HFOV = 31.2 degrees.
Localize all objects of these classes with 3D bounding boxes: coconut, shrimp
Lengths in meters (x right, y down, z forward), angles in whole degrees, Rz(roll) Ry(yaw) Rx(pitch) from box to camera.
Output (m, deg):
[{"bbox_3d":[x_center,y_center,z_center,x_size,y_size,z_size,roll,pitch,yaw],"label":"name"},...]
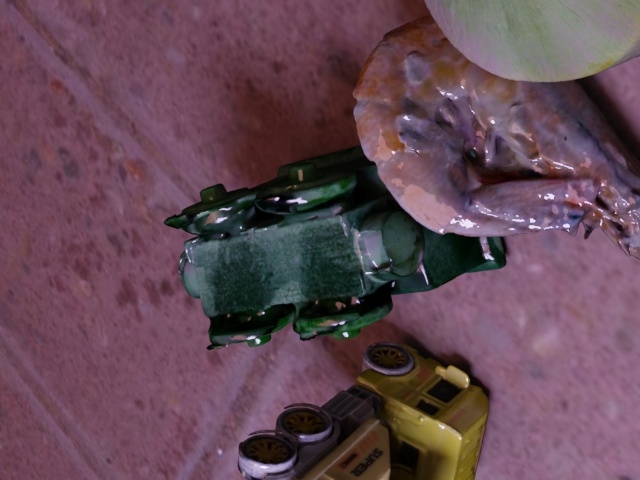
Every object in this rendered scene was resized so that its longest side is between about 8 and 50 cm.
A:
[{"bbox_3d":[0.159,-0.206,0.720,0.236,0.236,0.204,15,113,40],"label":"coconut"},{"bbox_3d":[0.154,-0.051,0.861,0.317,0.164,0.062,42,175,16],"label":"shrimp"}]

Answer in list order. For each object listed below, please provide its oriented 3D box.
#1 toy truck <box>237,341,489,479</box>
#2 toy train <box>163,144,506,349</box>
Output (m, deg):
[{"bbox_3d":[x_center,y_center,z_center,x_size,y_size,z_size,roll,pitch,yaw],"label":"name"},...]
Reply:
[{"bbox_3d":[0.046,0.203,0.976,0.157,0.272,0.124,23,122,27],"label":"toy truck"},{"bbox_3d":[0.000,0.000,0.980,0.266,0.202,0.145,-9,101,46],"label":"toy train"}]
